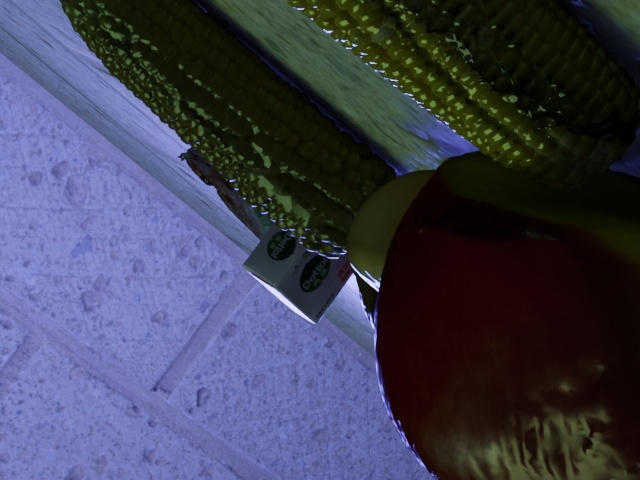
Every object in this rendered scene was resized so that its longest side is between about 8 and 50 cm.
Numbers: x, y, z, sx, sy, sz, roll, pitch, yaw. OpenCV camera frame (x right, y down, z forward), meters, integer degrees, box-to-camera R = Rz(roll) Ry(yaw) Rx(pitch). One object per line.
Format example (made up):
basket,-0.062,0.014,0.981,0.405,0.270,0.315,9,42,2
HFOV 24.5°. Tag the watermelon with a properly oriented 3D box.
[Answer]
watermelon,-0.044,-0.048,1.367,0.121,0.098,0.158,56,162,-25

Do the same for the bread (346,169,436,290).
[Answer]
bread,0.121,0.033,0.938,0.217,0.098,0.147,38,174,-34

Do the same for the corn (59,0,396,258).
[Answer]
corn,-0.062,-0.096,1.086,0.320,0.097,0.097,41,173,-21

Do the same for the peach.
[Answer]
peach,0.098,0.042,0.648,0.154,0.159,0.267,8,-168,-27

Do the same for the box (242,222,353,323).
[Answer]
box,0.000,0.000,1.289,0.043,0.125,0.089,32,174,35

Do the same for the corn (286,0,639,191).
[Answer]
corn,0.041,-0.092,0.569,0.203,0.072,0.072,37,175,-15

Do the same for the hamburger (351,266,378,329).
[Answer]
hamburger,0.104,0.066,1.195,0.183,0.130,0.206,42,175,-24
